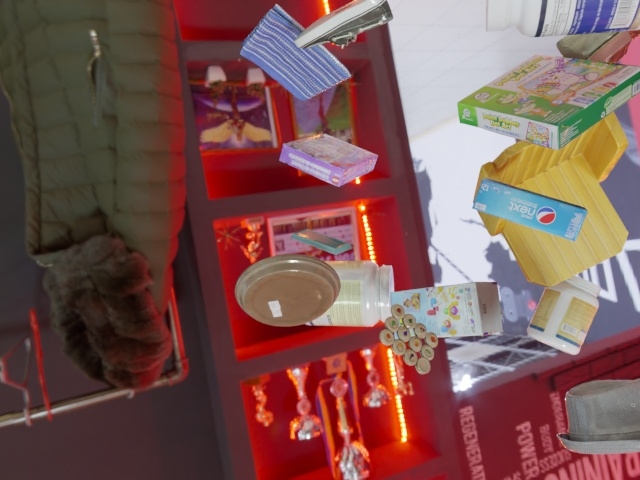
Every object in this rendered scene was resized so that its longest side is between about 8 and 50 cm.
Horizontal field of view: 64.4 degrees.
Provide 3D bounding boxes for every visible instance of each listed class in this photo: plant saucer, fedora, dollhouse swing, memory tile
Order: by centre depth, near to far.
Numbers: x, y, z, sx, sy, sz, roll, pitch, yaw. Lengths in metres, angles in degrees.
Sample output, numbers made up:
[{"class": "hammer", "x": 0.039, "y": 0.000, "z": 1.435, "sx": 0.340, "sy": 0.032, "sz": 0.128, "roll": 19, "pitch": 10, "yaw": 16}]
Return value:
[{"class": "fedora", "x": 0.603, "y": 0.341, "z": 1.012, "sx": 0.275, "sy": 0.125, "sz": 0.244, "roll": -5, "pitch": 164, "yaw": -5}, {"class": "memory tile", "x": 0.206, "y": 0.226, "z": 1.167, "sx": 0.012, "sy": 0.148, "sz": 0.113, "roll": -37, "pitch": -163, "yaw": 52}, {"class": "dollhouse swing", "x": 0.628, "y": -0.092, "z": 1.302, "sx": 0.346, "sy": 0.305, "sz": 0.315, "roll": -26, "pitch": 157, "yaw": 1}, {"class": "plant saucer", "x": -0.083, "y": 0.141, "z": 1.320, "sx": 0.277, "sy": 0.041, "sz": 0.278, "roll": -5, "pitch": 137, "yaw": -4}, {"class": "plant saucer", "x": 0.000, "y": 0.000, "z": 1.427, "sx": 0.067, "sy": 0.018, "sz": 0.192, "roll": -20, "pitch": -152, "yaw": -38}]

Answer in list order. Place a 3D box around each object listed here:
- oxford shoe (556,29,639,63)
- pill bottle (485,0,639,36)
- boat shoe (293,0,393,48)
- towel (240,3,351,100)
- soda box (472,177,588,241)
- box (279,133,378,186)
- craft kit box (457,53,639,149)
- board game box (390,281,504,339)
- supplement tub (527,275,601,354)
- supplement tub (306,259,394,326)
[{"class": "oxford shoe", "x": 0.677, "y": -0.511, "z": 1.094, "sx": 0.348, "sy": 0.130, "sz": 0.123, "roll": -41, "pitch": 163, "yaw": 9}, {"class": "pill bottle", "x": 0.426, "y": -0.437, "z": 0.879, "sx": 0.264, "sy": 0.153, "sz": 0.153, "roll": 2, "pitch": -178, "yaw": 15}, {"class": "boat shoe", "x": 0.043, "y": -0.432, "z": 1.040, "sx": 0.219, "sy": 0.070, "sz": 0.078, "roll": -11, "pitch": -143, "yaw": 36}, {"class": "towel", "x": -0.078, "y": -0.466, "z": 1.322, "sx": 0.243, "sy": 0.040, "sz": 0.336, "roll": 36, "pitch": 172, "yaw": -20}, {"class": "soda box", "x": 0.431, "y": -0.067, "z": 1.053, "sx": 0.210, "sy": 0.067, "sz": 0.071, "roll": 22, "pitch": -163, "yaw": 20}, {"class": "box", "x": 0.033, "y": -0.252, "z": 1.548, "sx": 0.200, "sy": 0.057, "sz": 0.293, "roll": 25, "pitch": -154, "yaw": 17}, {"class": "craft kit box", "x": 0.453, "y": -0.289, "z": 1.022, "sx": 0.249, "sy": 0.061, "sz": 0.246, "roll": -33, "pitch": -146, "yaw": -17}, {"class": "board game box", "x": 0.359, "y": 0.204, "z": 1.462, "sx": 0.275, "sy": 0.145, "sz": 0.142, "roll": -12, "pitch": 169, "yaw": 41}, {"class": "supplement tub", "x": 0.686, "y": 0.204, "z": 1.428, "sx": 0.144, "sy": 0.200, "sz": 0.144, "roll": 25, "pitch": 178, "yaw": 1}, {"class": "supplement tub", "x": 0.094, "y": 0.189, "z": 1.826, "sx": 0.324, "sy": 0.236, "sz": 0.235, "roll": -1, "pitch": -179, "yaw": 13}]
